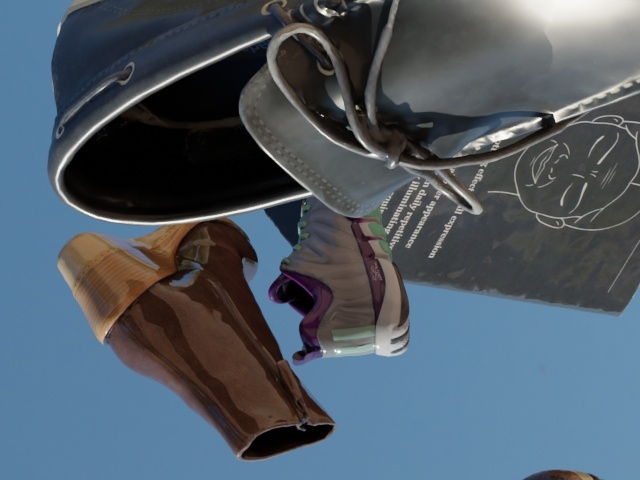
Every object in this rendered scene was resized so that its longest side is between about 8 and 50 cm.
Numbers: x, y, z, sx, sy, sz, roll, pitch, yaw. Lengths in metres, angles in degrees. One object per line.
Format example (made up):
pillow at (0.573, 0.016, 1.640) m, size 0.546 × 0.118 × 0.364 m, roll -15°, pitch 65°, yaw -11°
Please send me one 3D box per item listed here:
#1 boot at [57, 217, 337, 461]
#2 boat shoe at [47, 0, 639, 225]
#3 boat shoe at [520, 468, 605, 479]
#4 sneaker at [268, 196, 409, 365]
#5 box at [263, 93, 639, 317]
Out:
boot at (-0.066, 0.075, 1.354) m, size 0.207 × 0.090 × 0.248 m, roll 44°, pitch -162°, yaw 18°
boat shoe at (0.034, -0.096, 1.062) m, size 0.187 × 0.500 × 0.156 m, roll 44°, pitch -129°, yaw -40°
boat shoe at (0.171, 0.238, 1.366) m, size 0.095 × 0.257 × 0.095 m, roll 3°, pitch -121°, yaw -18°
sneaker at (0.000, 0.000, 1.444) m, size 0.083 × 0.098 × 0.223 m, roll 85°, pitch 171°, yaw -45°
box at (0.159, -0.123, 1.703) m, size 0.395 × 0.293 × 0.212 m, roll 11°, pitch -151°, yaw -37°
